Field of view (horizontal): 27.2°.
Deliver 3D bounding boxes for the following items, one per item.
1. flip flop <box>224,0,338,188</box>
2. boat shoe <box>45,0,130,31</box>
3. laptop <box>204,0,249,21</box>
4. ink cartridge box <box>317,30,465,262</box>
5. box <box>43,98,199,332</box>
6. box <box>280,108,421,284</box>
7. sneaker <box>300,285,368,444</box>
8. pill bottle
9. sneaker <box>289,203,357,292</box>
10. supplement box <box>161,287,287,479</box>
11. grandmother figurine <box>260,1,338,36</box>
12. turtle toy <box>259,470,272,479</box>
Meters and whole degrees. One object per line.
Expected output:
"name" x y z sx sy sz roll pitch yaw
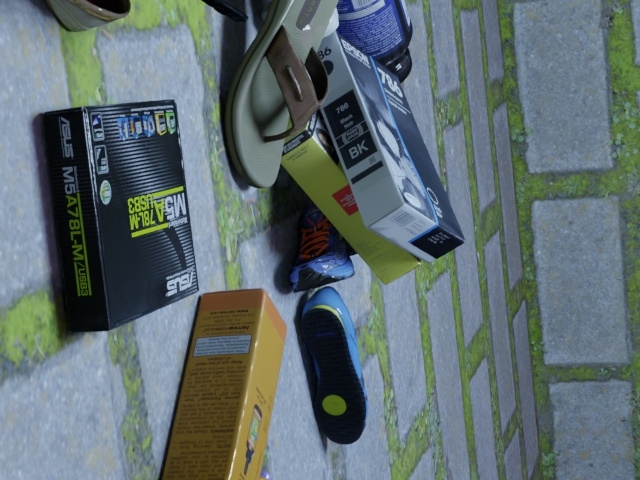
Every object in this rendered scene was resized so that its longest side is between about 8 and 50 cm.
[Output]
"flip flop" -0.026 -0.189 1.470 0.112 0.080 0.277 27 85 -60
"boat shoe" -0.204 -0.223 1.052 0.170 0.059 0.063 43 46 -65
"laptop" -0.167 -0.318 1.057 0.136 0.264 0.234 -57 162 6
"ink cartridge box" 0.065 -0.141 1.632 0.165 0.065 0.332 26 37 -54
"box" -0.168 -0.027 1.149 0.191 0.045 0.184 -22 105 -71
"box" 0.035 -0.058 1.620 0.232 0.058 0.087 50 24 -21
"sneaker" 0.024 0.157 1.683 0.082 0.069 0.209 -65 147 -64
"pill bottle" 0.056 -0.309 1.791 0.219 0.123 0.122 67 25 -47
"sneaker" 0.000 0.000 1.651 0.221 0.083 0.087 -62 131 -68
"supplement box" -0.093 0.163 1.296 0.078 0.080 0.233 64 26 -48
"grandmother figurine" -0.056 -0.368 1.494 0.207 0.104 0.342 -66 146 -40
"turtle toy" -0.074 0.265 1.325 0.130 0.095 0.066 165 -100 -87
